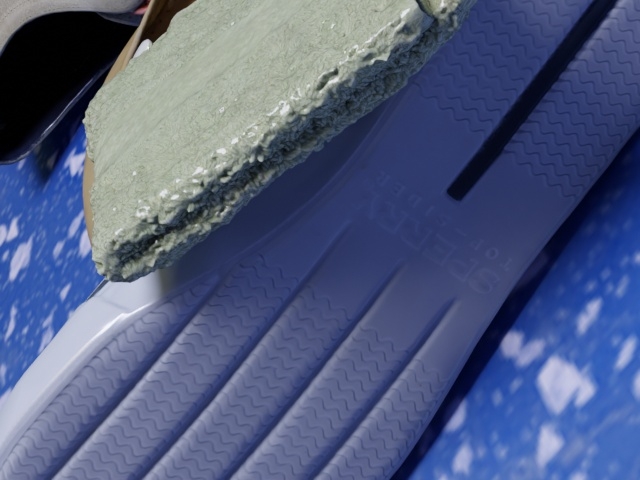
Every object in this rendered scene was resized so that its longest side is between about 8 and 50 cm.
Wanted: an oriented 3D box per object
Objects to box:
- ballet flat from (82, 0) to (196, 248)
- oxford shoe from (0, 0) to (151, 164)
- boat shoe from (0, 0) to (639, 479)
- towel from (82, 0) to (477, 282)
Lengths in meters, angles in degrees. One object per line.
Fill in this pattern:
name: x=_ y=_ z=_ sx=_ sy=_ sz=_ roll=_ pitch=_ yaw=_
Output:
ballet flat: x=-0.054 y=-0.092 z=0.819 sx=0.073 sy=0.080 sz=0.232 roll=85 pitch=-161 yaw=-68
oxford shoe: x=-0.085 y=-0.177 z=0.947 sx=0.348 sy=0.123 sz=0.130 roll=-47 pitch=55 yaw=32
boat shoe: x=0.000 y=0.000 z=0.658 sx=0.335 sy=0.121 sz=0.119 roll=-46 pitch=24 yaw=8
towel: x=-0.018 y=-0.055 z=0.593 sx=0.148 sy=0.027 sz=0.110 roll=-37 pitch=31 yaw=16
